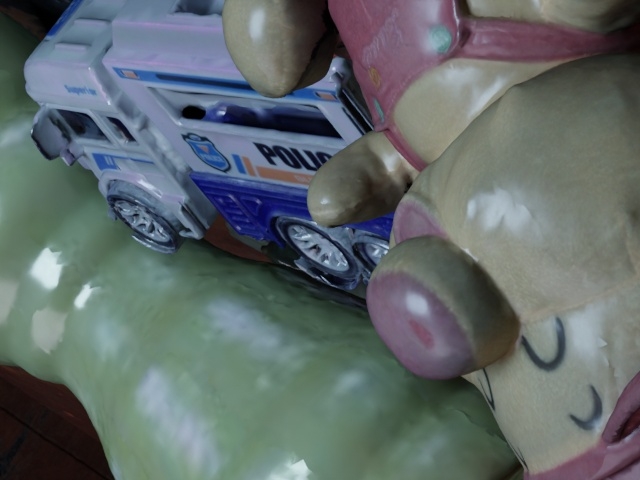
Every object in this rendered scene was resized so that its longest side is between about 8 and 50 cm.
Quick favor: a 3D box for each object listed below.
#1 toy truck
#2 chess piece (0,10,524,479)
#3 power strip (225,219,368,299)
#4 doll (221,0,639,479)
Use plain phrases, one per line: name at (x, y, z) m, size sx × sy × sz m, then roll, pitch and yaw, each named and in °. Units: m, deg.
toy truck at (-0.024, -0.073, 0.810) m, size 0.268 × 0.124 × 0.155 m, roll 11°, pitch 149°, yaw 46°
chess piece at (-0.085, 0.060, 1.001) m, size 0.442 × 0.234 × 0.234 m, roll 38°, pitch 169°, yaw 22°
power strip at (0.000, 0.000, 1.105) m, size 0.213 × 0.064 × 0.198 m, roll 25°, pitch 165°, yaw 17°
doll at (0.077, -0.020, 0.558) m, size 0.256 × 0.152 × 0.196 m, roll 63°, pitch 179°, yaw 13°
